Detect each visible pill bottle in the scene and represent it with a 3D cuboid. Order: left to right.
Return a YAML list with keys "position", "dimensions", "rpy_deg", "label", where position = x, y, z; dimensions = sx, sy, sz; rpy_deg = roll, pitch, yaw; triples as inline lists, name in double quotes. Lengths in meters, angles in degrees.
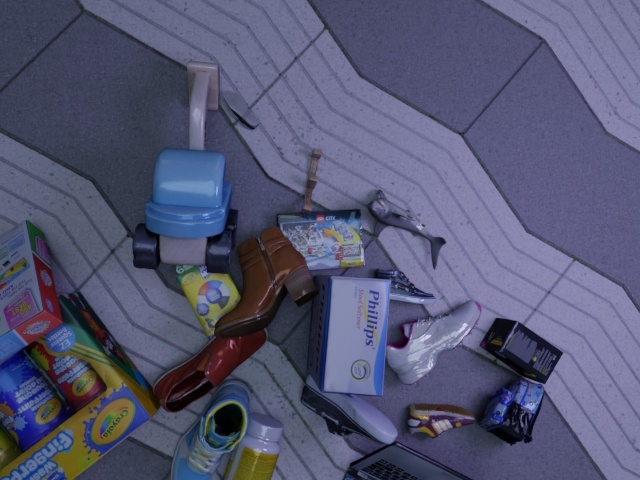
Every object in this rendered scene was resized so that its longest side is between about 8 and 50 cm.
- position: [-0.173, 0.563, 1.329]
  dimensions: [0.119, 0.119, 0.209]
  rpy_deg: [19, 85, -6]
  label: "pill bottle"

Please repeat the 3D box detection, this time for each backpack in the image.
- position: [0.528, 0.452, 1.413]
  dimensions: [0.116, 0.158, 0.173]
  rpy_deg: [29, 70, 13]
  label: "backpack"

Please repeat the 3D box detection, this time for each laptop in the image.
- position: [0.234, 0.746, 1.320]
  dimensions: [0.381, 0.408, 0.236]
  rpy_deg: [28, 50, -5]
  label: "laptop"

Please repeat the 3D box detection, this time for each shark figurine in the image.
- position: [0.215, -0.035, 1.445]
  dimensions: [0.278, 0.166, 0.116]
  rpy_deg: [30, 109, -22]
  label: "shark figurine"

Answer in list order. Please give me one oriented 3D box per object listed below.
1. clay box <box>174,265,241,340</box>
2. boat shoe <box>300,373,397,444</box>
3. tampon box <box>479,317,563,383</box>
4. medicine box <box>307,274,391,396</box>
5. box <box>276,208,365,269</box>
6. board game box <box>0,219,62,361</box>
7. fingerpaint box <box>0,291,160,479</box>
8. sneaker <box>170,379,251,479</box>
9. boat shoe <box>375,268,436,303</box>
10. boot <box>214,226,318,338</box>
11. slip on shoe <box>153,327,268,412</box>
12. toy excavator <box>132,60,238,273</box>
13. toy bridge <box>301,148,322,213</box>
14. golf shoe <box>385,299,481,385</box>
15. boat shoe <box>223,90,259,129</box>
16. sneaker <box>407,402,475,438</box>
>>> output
- position: [-0.287, 0.136, 1.374]
  dimensions: [0.127, 0.053, 0.222]
  rpy_deg: [-29, 91, -8]
  label: "clay box"
- position: [0.059, 0.443, 1.305]
  dimensions: [0.108, 0.301, 0.102]
  rpy_deg: [22, 90, -49]
  label: "boat shoe"
- position: [0.553, 0.302, 1.439]
  dimensions: [0.161, 0.120, 0.102]
  rpy_deg: [35, 82, -4]
  label: "tampon box"
- position: [0.062, 0.221, 1.294]
  dimensions: [0.148, 0.289, 0.264]
  rpy_deg: [5, 86, -7]
  label: "medicine box"
- position: [0.000, 0.000, 1.424]
  dimensions: [0.232, 0.044, 0.159]
  rpy_deg: [-3, 86, -8]
  label: "box"
- position: [-0.750, 0.128, 1.211]
  dimensions: [0.242, 0.064, 0.317]
  rpy_deg: [-32, 53, -4]
  label: "board game box"
- position: [-0.683, 0.406, 1.250]
  dimensions: [0.444, 0.163, 0.371]
  rpy_deg: [-36, 91, -8]
  label: "fingerpaint box"
- position: [-0.280, 0.506, 1.274]
  dimensions: [0.127, 0.208, 0.319]
  rpy_deg: [28, 84, -6]
  label: "sneaker"
- position: [0.236, 0.127, 1.436]
  dimensions: [0.183, 0.065, 0.083]
  rpy_deg: [9, 87, -6]
  label: "boat shoe"
- position: [-0.170, 0.101, 1.310]
  dimensions: [0.283, 0.109, 0.220]
  rpy_deg: [-30, 65, -4]
  label: "boot"
- position: [-0.271, 0.322, 1.321]
  dimensions: [0.331, 0.101, 0.123]
  rpy_deg: [-33, 124, -8]
  label: "slip on shoe"
- position: [-0.307, -0.193, 1.289]
  dimensions: [0.222, 0.433, 0.446]
  rpy_deg: [5, 114, -7]
  label: "toy excavator"
- position: [-0.024, -0.159, 1.420]
  dimensions: [0.026, 0.063, 0.188]
  rpy_deg: [12, 71, -6]
  label: "toy bridge"
- position: [0.305, 0.252, 1.417]
  dimensions: [0.306, 0.115, 0.140]
  rpy_deg: [-41, 89, -9]
  label: "golf shoe"
- position: [-0.220, -0.356, 1.421]
  dimensions: [0.125, 0.038, 0.046]
  rpy_deg: [42, 63, -4]
  label: "boat shoe"
- position: [0.331, 0.502, 1.430]
  dimensions: [0.185, 0.069, 0.084]
  rpy_deg: [6, 94, -1]
  label: "sneaker"
